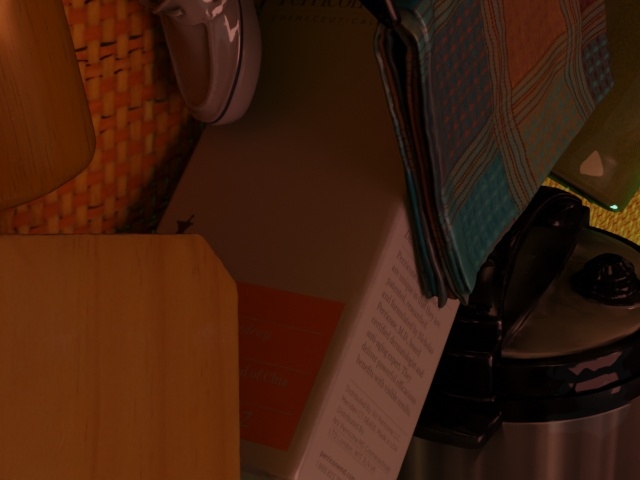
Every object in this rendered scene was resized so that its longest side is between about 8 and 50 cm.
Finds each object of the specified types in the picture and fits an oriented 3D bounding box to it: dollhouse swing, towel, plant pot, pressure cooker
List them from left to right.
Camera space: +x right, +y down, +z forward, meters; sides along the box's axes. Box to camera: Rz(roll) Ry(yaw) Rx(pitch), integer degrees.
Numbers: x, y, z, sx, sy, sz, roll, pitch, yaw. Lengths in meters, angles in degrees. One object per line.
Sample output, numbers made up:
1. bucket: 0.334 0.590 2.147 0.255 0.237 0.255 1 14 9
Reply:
1. dollhouse swing: -0.229 0.179 0.812 0.347 0.315 0.305 -2 75 -55
2. pressure cooker: 0.212 0.152 1.371 0.376 0.370 0.420 -10 118 -14
3. towel: 0.165 -0.156 1.047 0.370 0.040 0.271 -49 136 -40
4. plant pot: 0.329 -0.234 1.402 0.366 0.366 0.353 21 101 -56

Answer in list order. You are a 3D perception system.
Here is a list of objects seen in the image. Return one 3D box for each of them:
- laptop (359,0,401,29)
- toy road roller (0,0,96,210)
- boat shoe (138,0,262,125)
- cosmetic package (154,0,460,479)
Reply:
1. laptop: 0.023 -0.427 0.893 0.236 0.408 0.382 -27 123 -2
2. toy road roller: -0.281 -0.087 0.691 0.329 0.241 0.202 -40 136 -36
3. boat shoe: -0.108 -0.217 0.994 0.088 0.096 0.267 -22 124 -42
4. cosmetic package: 0.000 0.000 1.076 0.161 0.230 0.453 50 55 -51
